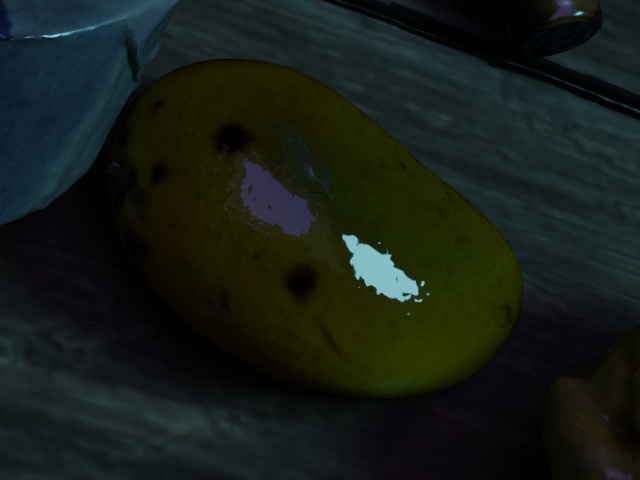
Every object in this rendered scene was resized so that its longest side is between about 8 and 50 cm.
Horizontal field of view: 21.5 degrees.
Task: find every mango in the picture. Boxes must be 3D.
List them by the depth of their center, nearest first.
[{"bbox_3d":[-0.002,0.002,0.658,0.178,0.090,0.115,37,51,-14],"label":"mango"}]

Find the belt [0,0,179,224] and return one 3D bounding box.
[{"bbox_3d":[-0.176,-0.168,0.600,0.212,0.117,0.347,-10,60,-38],"label":"belt"}]

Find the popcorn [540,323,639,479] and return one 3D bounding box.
[{"bbox_3d":[0.183,0.075,0.665,0.194,0.163,0.140,2,51,-10],"label":"popcorn"}]

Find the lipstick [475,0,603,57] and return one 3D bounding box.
[{"bbox_3d":[0.055,-0.284,0.808,0.077,0.077,0.418,-7,73,-26],"label":"lipstick"}]
